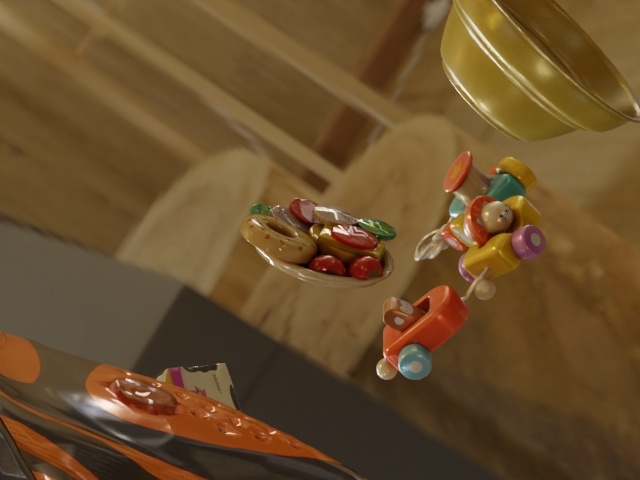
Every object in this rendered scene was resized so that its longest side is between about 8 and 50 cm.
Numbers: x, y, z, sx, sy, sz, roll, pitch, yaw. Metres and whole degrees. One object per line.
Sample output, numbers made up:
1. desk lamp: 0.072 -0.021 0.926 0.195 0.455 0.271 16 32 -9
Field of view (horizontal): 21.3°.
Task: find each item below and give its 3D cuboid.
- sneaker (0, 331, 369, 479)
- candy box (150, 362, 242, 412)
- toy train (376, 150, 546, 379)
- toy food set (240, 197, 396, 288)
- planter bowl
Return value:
1. sneaker: -0.020 0.114 0.370 0.124 0.180 0.321 -54 51 19
2. candy box: -0.151 0.216 1.385 0.233 0.071 0.159 -32 71 35
3. toy train: 0.073 0.005 1.006 0.125 0.046 0.166 -39 18 24
4. toy food set: 0.000 0.000 0.904 0.082 0.083 0.020 -61 -12 -68
5. planter bowl: 0.169 -0.150 1.454 0.090 0.217 0.217 -45 23 20
